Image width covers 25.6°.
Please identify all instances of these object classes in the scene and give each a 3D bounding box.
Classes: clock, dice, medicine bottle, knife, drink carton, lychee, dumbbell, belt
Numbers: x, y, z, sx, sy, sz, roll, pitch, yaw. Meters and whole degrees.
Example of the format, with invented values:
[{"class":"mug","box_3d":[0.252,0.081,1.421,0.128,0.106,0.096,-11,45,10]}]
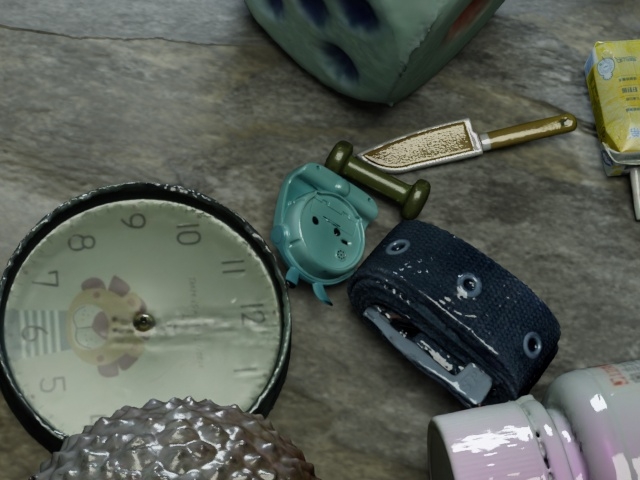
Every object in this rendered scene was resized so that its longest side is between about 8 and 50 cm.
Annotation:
[{"class":"clock","box_3d":[-0.180,0.087,1.426,0.312,0.061,0.312,3,67,-6]},{"class":"dice","box_3d":[0.073,-0.333,1.524,0.262,0.264,0.268,43,69,7]},{"class":"medicine bottle","box_3d":[0.267,0.240,1.325,0.302,0.241,0.241,-9,68,-5]},{"class":"knife","box_3d":[0.164,-0.114,1.580,0.256,0.022,0.046,-13,78,-8]},{"class":"clock","box_3d":[-0.001,0.000,1.471,0.108,0.045,0.147,30,58,-26]},{"class":"drink carton","box_3d":[0.350,-0.126,1.585,0.084,0.074,0.200,-4,66,-9]},{"class":"lychee","box_3d":[-0.131,0.280,1.218,0.300,0.300,0.300,3,67,-7]},{"class":"dumbbell","box_3d":[0.061,-0.065,1.529,0.118,0.052,0.046,27,106,3]},{"class":"belt","box_3d":[0.128,0.084,1.432,0.218,0.122,0.128,38,58,12]}]
